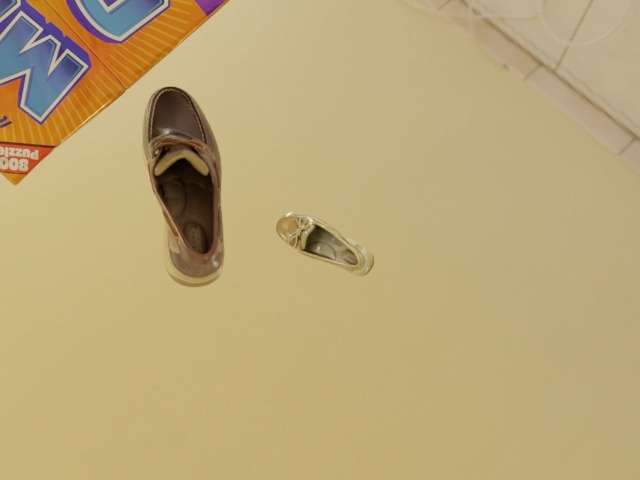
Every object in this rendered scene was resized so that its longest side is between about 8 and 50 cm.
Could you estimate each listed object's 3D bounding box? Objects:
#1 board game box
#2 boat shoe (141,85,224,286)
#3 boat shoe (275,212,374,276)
[{"bbox_3d":[-0.384,-0.353,1.006,0.356,0.356,0.356,49,179,-26],"label":"board game box"},{"bbox_3d":[-0.205,-0.105,1.195,0.123,0.123,0.341,115,149,-63],"label":"boat shoe"},{"bbox_3d":[0.000,0.002,1.056,0.153,0.056,0.048,30,-176,24],"label":"boat shoe"}]
